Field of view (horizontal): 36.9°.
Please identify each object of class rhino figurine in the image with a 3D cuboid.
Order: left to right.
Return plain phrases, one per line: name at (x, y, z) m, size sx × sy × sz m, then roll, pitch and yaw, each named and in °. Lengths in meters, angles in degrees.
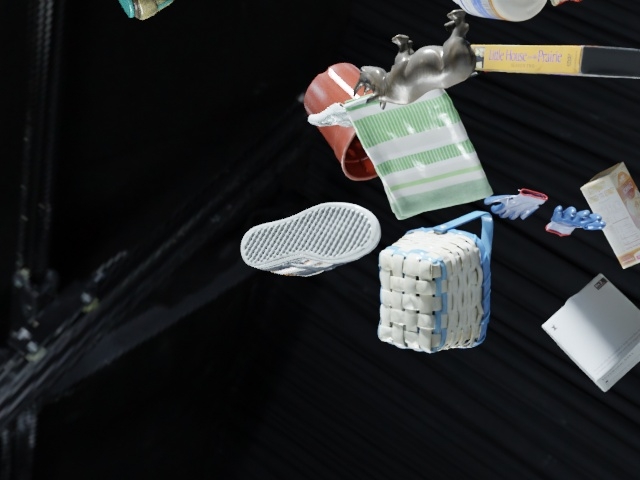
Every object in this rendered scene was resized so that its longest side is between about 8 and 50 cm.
rhino figurine at (0.147, -0.277, 1.554) m, size 0.073 × 0.243 × 0.106 m, roll -2°, pitch -104°, yaw -54°

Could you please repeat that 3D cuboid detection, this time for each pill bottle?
pill bottle at (0.409, -0.602, 2.262) m, size 0.152 × 0.272 × 0.152 m, roll -6°, pitch -72°, yaw -17°

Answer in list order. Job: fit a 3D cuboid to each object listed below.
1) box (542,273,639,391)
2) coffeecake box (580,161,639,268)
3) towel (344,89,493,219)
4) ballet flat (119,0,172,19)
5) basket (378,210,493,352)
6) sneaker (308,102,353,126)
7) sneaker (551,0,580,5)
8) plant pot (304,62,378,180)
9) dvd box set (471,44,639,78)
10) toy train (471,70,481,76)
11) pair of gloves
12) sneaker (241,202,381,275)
box at (0.632, 0.207, 2.149) m, size 0.181 × 0.182 × 0.119 m, roll -44°, pitch -34°, yaw 6°
coffeecake box at (0.621, -0.054, 1.964) m, size 0.068 × 0.185 × 0.142 m, roll -28°, pitch 1°, yaw 32°
towel at (0.220, -0.206, 2.185) m, size 0.325 × 0.248 × 0.038 m, roll 61°, pitch -149°, yaw -26°
ballet flat at (-0.343, -0.519, 1.567) m, size 0.123 × 0.348 × 0.123 m, roll -33°, pitch -8°, yaw -5°
basket at (0.240, 0.082, 1.832) m, size 0.289 × 0.201 × 0.255 m, roll -10°, pitch -76°, yaw -44°
sneaker at (0.036, -0.324, 2.465) m, size 0.053 × 0.152 × 0.061 m, roll -24°, pitch -67°, yaw -54°
sneaker at (0.557, -0.583, 1.951) m, size 0.270 × 0.145 × 0.090 m, roll -24°, pitch 5°, yaw 46°
plant pot at (0.103, -0.363, 2.793) m, size 0.272 × 0.265 × 0.272 m, roll -27°, pitch -33°, yaw -19°
dvd box set at (0.553, -0.391, 2.093) m, size 0.307 × 0.420 × 0.062 m, roll -1°, pitch -79°, yaw -24°
toy train at (0.409, -0.429, 2.338) m, size 0.036 × 0.027 × 0.158 m, roll -58°, pitch 19°, yaw -21°
pair of gloves at (0.385, -0.045, 1.659) m, size 0.159 × 0.198 × 0.023 m, roll 127°, pitch 158°, yaw -76°
sneaker at (0.000, 0.000, 1.961) m, size 0.127 × 0.321 × 0.126 m, roll 19°, pitch -112°, yaw -54°
